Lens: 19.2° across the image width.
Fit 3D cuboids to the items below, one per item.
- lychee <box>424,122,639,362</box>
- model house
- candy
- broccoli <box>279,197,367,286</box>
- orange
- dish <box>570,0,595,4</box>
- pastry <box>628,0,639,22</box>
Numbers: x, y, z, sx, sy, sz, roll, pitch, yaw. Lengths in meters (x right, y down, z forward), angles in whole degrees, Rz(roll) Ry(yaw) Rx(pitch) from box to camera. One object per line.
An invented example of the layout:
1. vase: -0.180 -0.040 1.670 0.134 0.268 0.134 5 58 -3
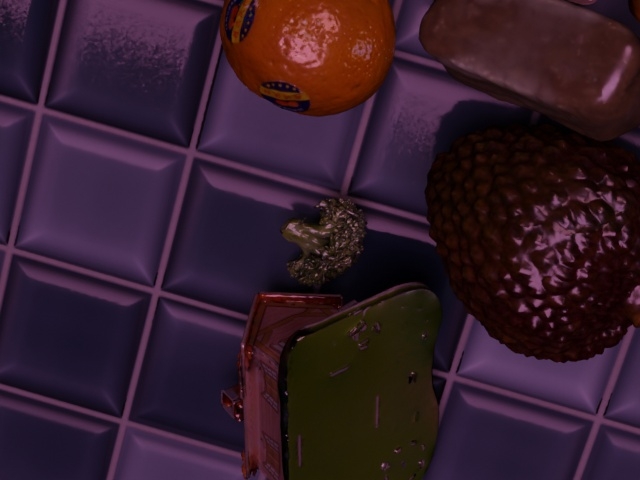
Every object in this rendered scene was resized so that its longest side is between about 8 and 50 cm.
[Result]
1. lychee: 0.224 -0.006 1.865 0.271 0.236 0.236 36 113 18
2. model house: 0.003 0.153 2.010 0.207 0.154 0.293 -24 132 -30
3. candy: 0.211 -0.178 1.816 0.234 0.104 0.102 27 86 32
4. broccoli: 0.000 0.000 1.975 0.092 0.097 0.095 26 81 -9
5. orange: -0.011 -0.203 1.839 0.178 0.177 0.155 18 100 0
6. dish: 0.229 -0.349 1.807 0.151 0.077 0.212 18 112 -2
7. pastry: 0.365 -0.265 1.746 0.170 0.237 0.256 22 113 10
